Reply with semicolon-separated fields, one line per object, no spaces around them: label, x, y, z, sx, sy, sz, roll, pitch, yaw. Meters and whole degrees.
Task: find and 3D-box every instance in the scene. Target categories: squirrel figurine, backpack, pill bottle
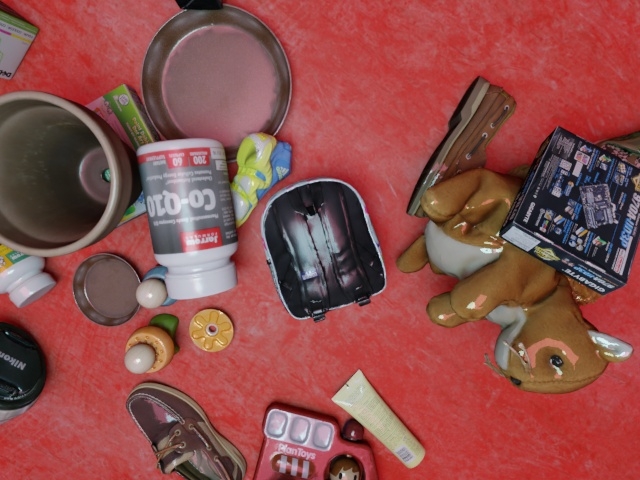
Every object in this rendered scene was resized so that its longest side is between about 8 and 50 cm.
squirrel figurine;0.389;0.061;0.765;0.396;0.281;0.371;-24;64;-21
backpack;0.000;0.000;0.843;0.225;0.191;0.254;-19;105;2
pill bottle;-0.246;-0.042;0.811;0.161;0.161;0.284;-7;97;3
pill bottle;-0.682;0.039;0.910;0.117;0.117;0.208;-38;95;7

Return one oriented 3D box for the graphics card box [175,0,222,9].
graphics card box;-0.229;-0.630;0.711;0.094;0.233;0.372;1;91;1

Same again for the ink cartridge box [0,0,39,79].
ink cartridge box;-0.704;-0.356;0.815;0.097;0.189;0.255;36;100;-5

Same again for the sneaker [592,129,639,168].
sneaker;0.638;-0.162;0.756;0.410;0.182;0.158;-27;86;-14

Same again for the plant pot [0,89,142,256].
plant pot;-0.443;-0.117;0.768;0.262;0.229;0.263;0;99;1

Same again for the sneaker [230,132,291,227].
sneaker;-0.128;-0.114;0.883;0.091;0.126;0.240;55;132;24

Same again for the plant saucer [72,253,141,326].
plant saucer;-0.475;0.110;0.952;0.168;0.029;0.169;1;99;8

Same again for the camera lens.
camera lens;-0.769;0.317;0.903;0.274;0.219;0.220;-29;97;6

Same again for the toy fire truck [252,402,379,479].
toy fire truck;-0.005;0.525;0.952;0.301;0.169;0.254;14;80;-1

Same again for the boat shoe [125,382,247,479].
boat shoe;-0.313;0.468;0.960;0.123;0.123;0.342;-42;95;7

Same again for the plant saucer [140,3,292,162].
plant saucer;-0.211;-0.316;0.874;0.310;0.050;0.311;0;98;2

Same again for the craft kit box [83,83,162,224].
craft kit box;-0.453;-0.161;0.904;0.246;0.061;0.250;-24;97;8

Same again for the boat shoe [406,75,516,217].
boat shoe;0.285;-0.169;0.848;0.104;0.111;0.308;28;99;-1

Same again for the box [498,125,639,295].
box;0.402;-0.054;0.655;0.175;0.051;0.220;31;66;8

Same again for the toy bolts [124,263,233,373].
toy bolts;-0.309;0.167;0.895;0.218;0.158;0.229;-2;99;2

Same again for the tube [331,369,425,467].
tube;0.140;0.415;0.974;0.240;0.070;0.062;46;128;-3
